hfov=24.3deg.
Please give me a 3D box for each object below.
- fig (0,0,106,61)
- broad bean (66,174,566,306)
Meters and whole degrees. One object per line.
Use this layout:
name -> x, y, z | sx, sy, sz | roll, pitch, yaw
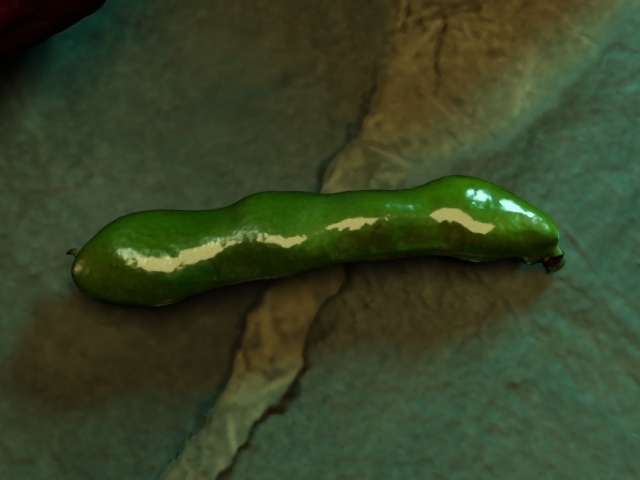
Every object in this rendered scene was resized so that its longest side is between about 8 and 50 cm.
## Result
fig -> -0.207, -0.206, 0.748 | 0.203, 0.186, 0.249 | -33, 67, 7
broad bean -> -0.001, -0.001, 0.754 | 0.256, 0.052, 0.053 | -4, 114, -6
